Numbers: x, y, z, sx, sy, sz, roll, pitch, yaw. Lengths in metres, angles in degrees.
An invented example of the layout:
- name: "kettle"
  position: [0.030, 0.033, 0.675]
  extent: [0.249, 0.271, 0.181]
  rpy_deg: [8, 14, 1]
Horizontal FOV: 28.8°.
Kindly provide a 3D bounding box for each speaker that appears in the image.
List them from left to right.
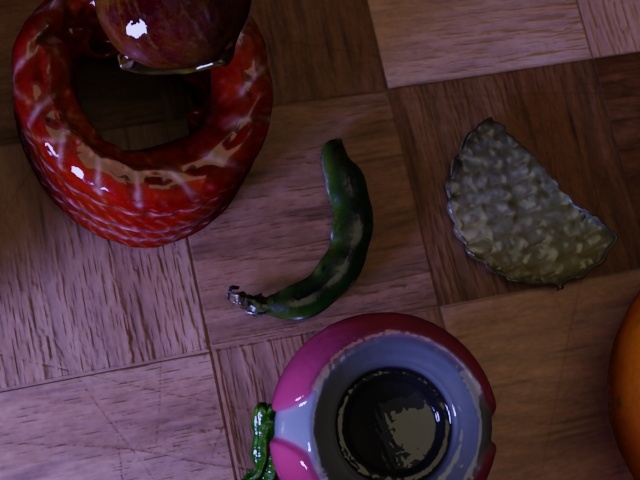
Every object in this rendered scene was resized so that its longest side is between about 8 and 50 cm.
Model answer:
- name: "speaker"
  position: [0.079, 0.230, 1.586]
  extent: [0.294, 0.294, 0.294]
  rpy_deg: [2, 76, -10]

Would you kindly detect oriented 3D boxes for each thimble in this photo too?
- name: "thimble"
  position: [-0.234, -0.180, 1.653]
  extent: [0.350, 0.230, 0.350]
  rpy_deg: [3, 76, -11]

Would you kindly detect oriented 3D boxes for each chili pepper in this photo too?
- name: "chili pepper"
  position: [-0.089, 0.303, 1.653]
  extent: [0.073, 0.050, 0.182]
  rpy_deg: [30, 75, -10]

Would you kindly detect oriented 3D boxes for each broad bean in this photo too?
- name: "broad bean"
  position: [0.000, 0.000, 1.744]
  extent: [0.144, 0.049, 0.292]
  rpy_deg: [32, 73, 0]

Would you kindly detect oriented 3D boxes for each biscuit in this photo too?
- name: "biscuit"
  position: [0.283, -0.034, 1.812]
  extent: [0.187, 0.036, 0.273]
  rpy_deg: [-42, 87, -17]

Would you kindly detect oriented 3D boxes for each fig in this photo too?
- name: "fig"
  position: [-0.171, -0.284, 1.485]
  extent: [0.205, 0.205, 0.205]
  rpy_deg: [2, 76, -10]

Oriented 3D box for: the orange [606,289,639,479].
- name: "orange"
  position: [0.582, 0.210, 1.657]
  extent: [0.424, 0.326, 0.424]
  rpy_deg: [1, 76, -6]
